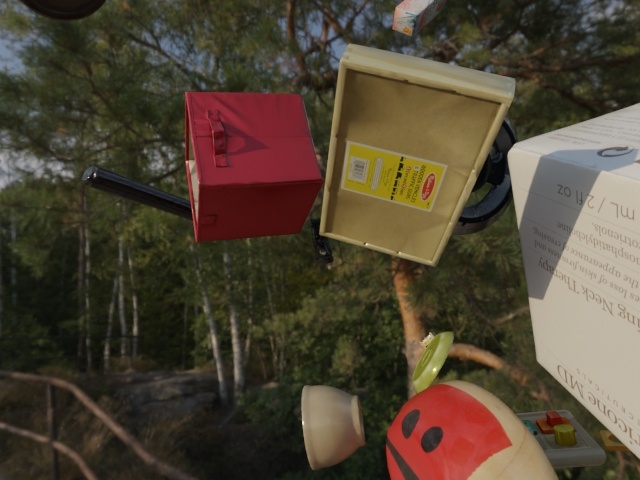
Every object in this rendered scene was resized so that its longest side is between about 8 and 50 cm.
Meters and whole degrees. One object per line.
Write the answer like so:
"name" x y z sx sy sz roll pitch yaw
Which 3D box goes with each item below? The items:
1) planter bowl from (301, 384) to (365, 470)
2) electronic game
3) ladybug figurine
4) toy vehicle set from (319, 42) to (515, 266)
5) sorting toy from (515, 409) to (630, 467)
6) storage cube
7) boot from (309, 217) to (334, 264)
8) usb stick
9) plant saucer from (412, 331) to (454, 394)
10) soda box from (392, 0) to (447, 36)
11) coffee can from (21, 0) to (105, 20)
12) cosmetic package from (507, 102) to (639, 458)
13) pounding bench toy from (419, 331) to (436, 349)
"planter bowl" 0.031 0.369 0.952 0.109 0.161 0.162 -10 -12 5
"electronic game" 0.238 -0.123 0.773 0.230 0.229 0.048 -6 9 -22
"ladybug figurine" 0.228 0.403 0.798 0.162 0.304 0.449 4 0 -11
"toy vehicle set" 0.091 -0.081 0.550 0.166 0.035 0.266 16 -39 7
"sorting toy" 0.455 0.394 0.970 0.348 0.047 0.196 -9 3 10
"storage cube" -0.123 -0.122 0.803 0.193 0.183 0.215 -5 -25 -19
"boot" -0.001 0.000 1.014 0.045 0.099 0.121 -13 0 -4
"usb stick" -0.382 -0.098 1.050 0.278 0.045 0.077 20 -10 -40
"plant saucer" 0.371 0.403 1.587 0.037 0.240 0.241 31 -9 8
"soda box" 0.254 -0.583 1.179 0.183 0.063 0.058 -49 -22 -30
"coffee can" -0.592 -0.622 0.991 0.202 0.275 0.201 -32 -29 -20
"cosmetic package" 0.497 0.039 0.607 0.328 0.393 0.329 -19 21 -3
"pounding bench toy" 0.424 0.391 1.795 0.065 0.052 0.083 -47 -28 13
